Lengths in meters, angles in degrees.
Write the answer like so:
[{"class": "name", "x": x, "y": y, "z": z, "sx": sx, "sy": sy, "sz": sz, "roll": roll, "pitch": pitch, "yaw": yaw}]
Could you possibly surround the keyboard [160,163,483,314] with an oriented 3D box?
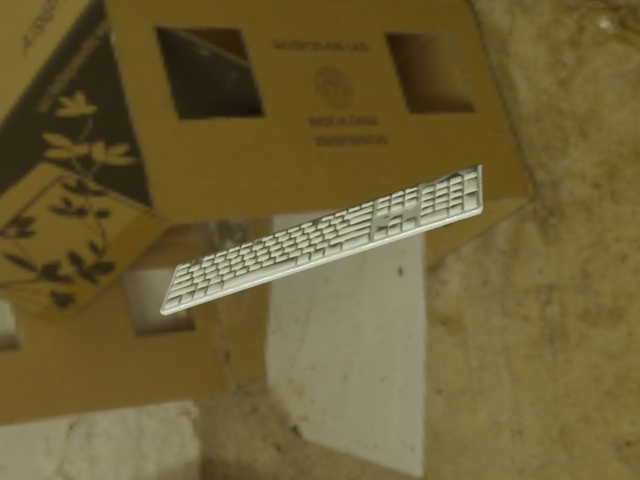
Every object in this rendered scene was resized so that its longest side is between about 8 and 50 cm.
[{"class": "keyboard", "x": 0.000, "y": 0.000, "z": 0.961, "sx": 0.256, "sy": 0.072, "sz": 0.014, "roll": -19, "pitch": 110, "yaw": 16}]
